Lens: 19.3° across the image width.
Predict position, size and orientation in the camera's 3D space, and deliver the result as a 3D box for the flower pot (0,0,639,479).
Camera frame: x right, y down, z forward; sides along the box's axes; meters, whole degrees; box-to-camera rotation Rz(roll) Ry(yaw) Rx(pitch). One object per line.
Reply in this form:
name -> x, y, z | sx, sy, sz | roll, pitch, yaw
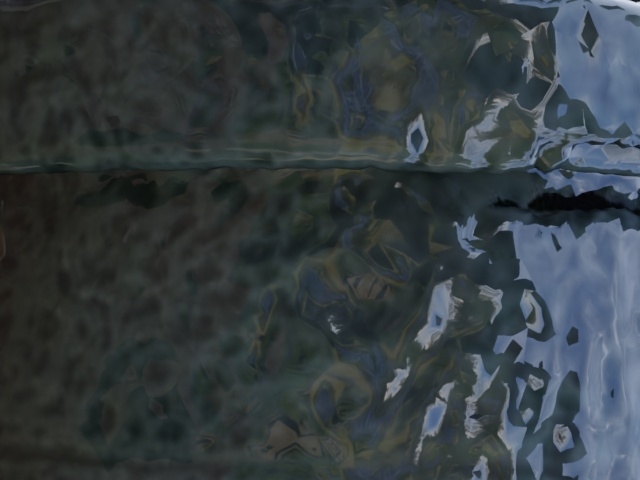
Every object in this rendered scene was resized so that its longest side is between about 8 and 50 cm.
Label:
flower pot -> 0.000, 0.000, 0.607 | 0.299, 0.299, 0.283 | 178, -86, -65
